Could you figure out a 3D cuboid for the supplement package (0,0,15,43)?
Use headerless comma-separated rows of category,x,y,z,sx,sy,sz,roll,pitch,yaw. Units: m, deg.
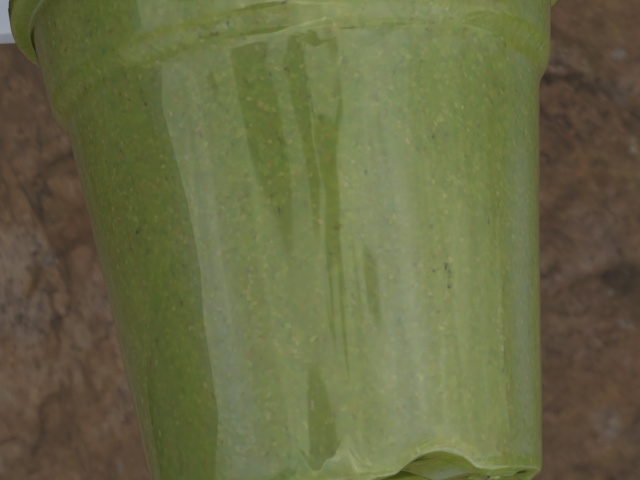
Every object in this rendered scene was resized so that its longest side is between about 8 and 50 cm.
supplement package,-0.266,-0.270,0.995,0.177,0.293,0.175,-9,143,-37

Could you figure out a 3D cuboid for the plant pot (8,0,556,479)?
plant pot,0.000,0.000,0.816,0.276,0.276,0.254,-3,77,-19
